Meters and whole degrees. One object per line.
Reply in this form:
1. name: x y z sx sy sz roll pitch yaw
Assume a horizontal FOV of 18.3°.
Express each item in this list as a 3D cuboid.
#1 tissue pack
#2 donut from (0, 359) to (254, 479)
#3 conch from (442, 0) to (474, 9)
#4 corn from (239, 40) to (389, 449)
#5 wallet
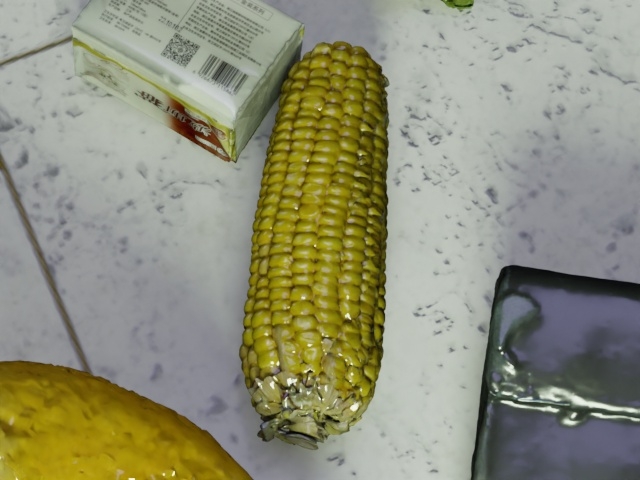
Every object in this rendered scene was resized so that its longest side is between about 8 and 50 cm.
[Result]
1. tissue pack: -0.103 -0.148 1.547 0.148 0.099 0.106 31 69 9
2. donut: -0.130 0.271 1.268 0.377 0.163 0.435 20 40 -22
3. conch: 0.083 -0.234 1.601 0.121 0.074 0.089 31 105 -13
4. corn: 0.000 0.000 1.489 0.115 0.115 0.318 4 68 -2
5. wallet: 0.313 0.155 1.430 0.406 0.062 0.228 7 97 2
